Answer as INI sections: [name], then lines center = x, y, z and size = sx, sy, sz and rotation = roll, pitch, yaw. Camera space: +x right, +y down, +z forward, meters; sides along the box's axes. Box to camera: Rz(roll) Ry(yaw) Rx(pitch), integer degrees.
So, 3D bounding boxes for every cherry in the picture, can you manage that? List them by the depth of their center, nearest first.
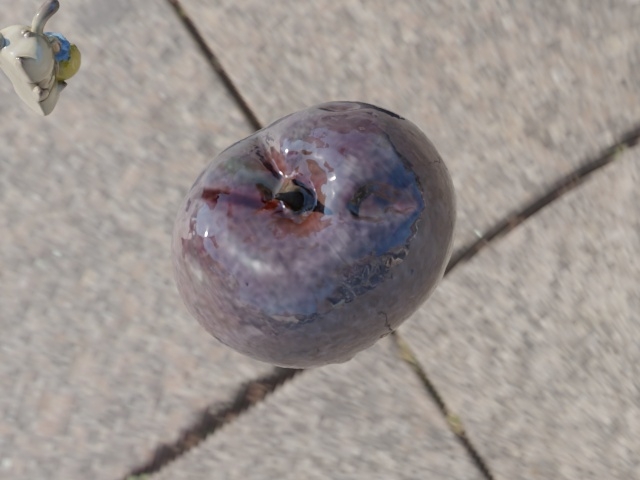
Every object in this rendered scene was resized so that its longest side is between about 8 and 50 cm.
[cherry]
center = -0.003, 0.003, 1.152
size = 0.176, 0.176, 0.140
rotation = -35, 68, 6

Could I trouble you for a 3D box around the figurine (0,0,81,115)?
[figurine]
center = -0.180, -0.119, 1.304
size = 0.050, 0.083, 0.047
rotation = -41, 70, -12
